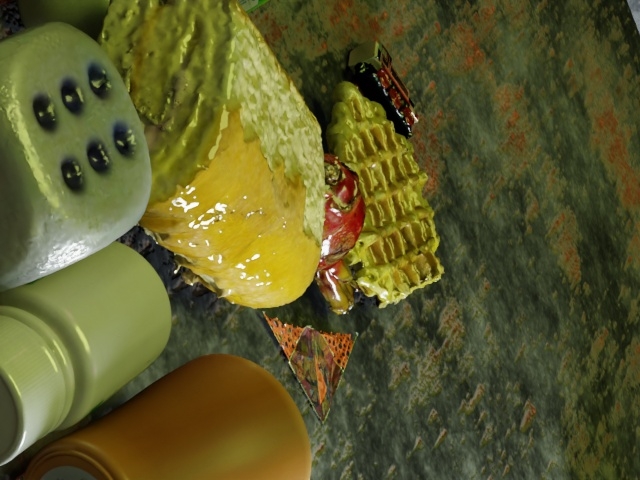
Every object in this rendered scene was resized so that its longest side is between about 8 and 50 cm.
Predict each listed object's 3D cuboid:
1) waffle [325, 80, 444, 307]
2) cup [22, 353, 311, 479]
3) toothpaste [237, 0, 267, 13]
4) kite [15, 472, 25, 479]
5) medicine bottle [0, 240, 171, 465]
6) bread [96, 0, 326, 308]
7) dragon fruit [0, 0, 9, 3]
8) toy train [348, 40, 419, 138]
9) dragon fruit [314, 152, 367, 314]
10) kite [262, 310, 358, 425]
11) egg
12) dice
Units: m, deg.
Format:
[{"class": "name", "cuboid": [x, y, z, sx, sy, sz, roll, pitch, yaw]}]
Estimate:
[{"class": "waffle", "cuboid": [0.082, -0.042, 2.270, 0.312, 0.060, 0.307, 41, 40, -52]}, {"class": "cup", "cuboid": [-0.140, 0.235, 1.614, 0.264, 0.182, 0.226, -16, 106, -56]}, {"class": "toothpaste", "cuboid": [-0.083, -0.301, 2.145, 0.178, 0.043, 0.037, -45, 118, -60]}, {"class": "kite", "cuboid": [-0.203, 0.270, 1.642, 0.244, 0.006, 0.198, 40, 41, -46]}, {"class": "medicine bottle", "cuboid": [-0.240, 0.097, 1.532, 0.237, 0.139, 0.139, -41, 111, -57]}, {"class": "bread", "cuboid": [-0.107, -0.080, 1.780, 0.375, 0.165, 0.237, 48, 45, -68]}, {"class": "dragon fruit", "cuboid": [-0.345, -0.313, 1.585, 0.282, 0.147, 0.211, 11, 75, -56]}, {"class": "toy train", "cuboid": [0.087, -0.201, 2.395, 0.138, 0.050, 0.087, 53, 30, -34]}, {"class": "dragon fruit", "cuboid": [0.000, 0.000, 2.059, 0.125, 0.125, 0.246, -46, 137, -24]}, {"class": "kite", "cuboid": [-0.004, 0.156, 2.072, 0.222, 0.008, 0.125, 18, 60, -58]}, {"class": "egg", "cuboid": [-0.240, -0.236, 1.741, 0.114, 0.114, 0.152, -37, 114, -61]}, {"class": "dice", "cuboid": [-0.272, -0.067, 1.506, 0.193, 0.191, 0.194, -37, 110, -60]}]
